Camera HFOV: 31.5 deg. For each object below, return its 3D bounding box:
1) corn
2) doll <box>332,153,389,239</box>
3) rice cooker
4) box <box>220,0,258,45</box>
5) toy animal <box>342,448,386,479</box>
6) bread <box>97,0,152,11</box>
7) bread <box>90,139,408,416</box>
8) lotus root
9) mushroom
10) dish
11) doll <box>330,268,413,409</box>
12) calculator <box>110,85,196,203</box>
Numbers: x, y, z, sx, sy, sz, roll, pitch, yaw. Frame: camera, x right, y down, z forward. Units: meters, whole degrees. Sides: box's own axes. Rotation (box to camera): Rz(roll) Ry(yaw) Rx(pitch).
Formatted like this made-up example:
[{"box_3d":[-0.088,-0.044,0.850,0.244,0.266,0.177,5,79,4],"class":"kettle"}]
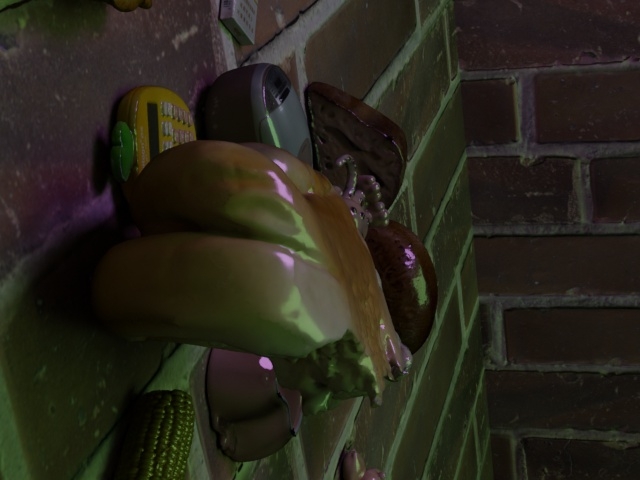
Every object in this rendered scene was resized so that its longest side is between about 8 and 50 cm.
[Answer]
[{"box_3d":[-0.187,0.265,1.223,0.080,0.080,0.238,70,27,-47],"class":"corn"},{"box_3d":[0.001,0.001,1.601,0.278,0.119,0.154,-51,128,-36],"class":"doll"},{"box_3d":[-0.083,-0.134,1.511,0.145,0.127,0.206,-62,151,-56],"class":"rice cooker"},{"box_3d":[-0.110,-0.369,1.598,0.090,0.024,0.167,44,47,-67],"class":"box"},{"box_3d":[0.085,0.444,2.106,0.091,0.082,0.114,12,77,-74],"class":"toy animal"},{"box_3d":[-0.225,-0.310,1.118,0.233,0.088,0.161,-15,109,-75],"class":"bread"},{"box_3d":[-0.050,0.034,1.200,0.245,0.329,0.424,-68,162,-2],"class":"bread"},{"box_3d":[0.067,-0.142,1.954,0.074,0.170,0.261,-55,146,-57],"class":"lotus root"},{"box_3d":[0.079,0.086,1.841,0.153,0.253,0.253,-23,113,-44],"class":"mushroom"},{"box_3d":[-0.077,0.204,1.568,0.213,0.090,0.213,-1,90,-74],"class":"dish"},{"box_3d":[0.014,0.105,1.703,0.278,0.175,0.149,66,7,3],"class":"doll"},{"box_3d":[-0.192,-0.104,1.306,0.235,0.032,0.146,-18,106,-74],"class":"calculator"}]
